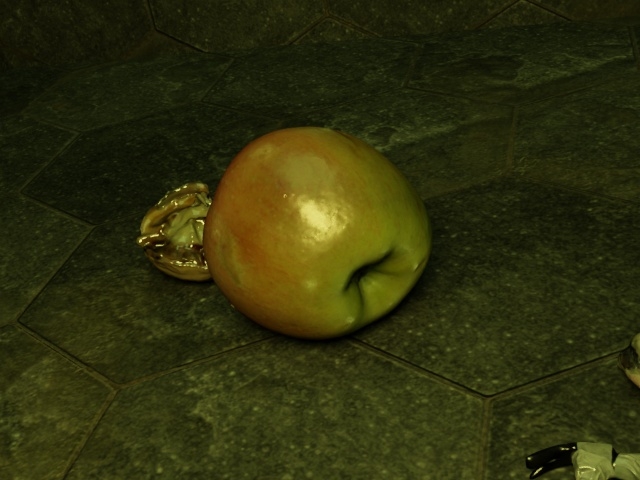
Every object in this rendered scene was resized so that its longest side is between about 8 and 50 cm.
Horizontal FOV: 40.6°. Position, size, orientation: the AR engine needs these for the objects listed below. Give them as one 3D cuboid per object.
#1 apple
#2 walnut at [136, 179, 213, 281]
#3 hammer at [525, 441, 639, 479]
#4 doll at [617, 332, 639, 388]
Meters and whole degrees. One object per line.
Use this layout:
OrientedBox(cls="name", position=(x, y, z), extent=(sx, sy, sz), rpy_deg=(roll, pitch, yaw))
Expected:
OrientedBox(cls="apple", position=(0.000, 0.000, 1.344), extent=(0.305, 0.339, 0.338), rpy_deg=(36, 51, 27))
OrientedBox(cls="walnut", position=(-0.209, 0.002, 1.569), extent=(0.238, 0.141, 0.204), rpy_deg=(18, 53, 38))
OrientedBox(cls="hammer", position=(0.262, 0.367, 0.901), extent=(0.152, 0.044, 0.427), rpy_deg=(3, 33, 23))
OrientedBox(cls="doll", position=(0.492, 0.150, 1.142), extent=(0.191, 0.095, 0.149), rpy_deg=(-13, 28, 1))
